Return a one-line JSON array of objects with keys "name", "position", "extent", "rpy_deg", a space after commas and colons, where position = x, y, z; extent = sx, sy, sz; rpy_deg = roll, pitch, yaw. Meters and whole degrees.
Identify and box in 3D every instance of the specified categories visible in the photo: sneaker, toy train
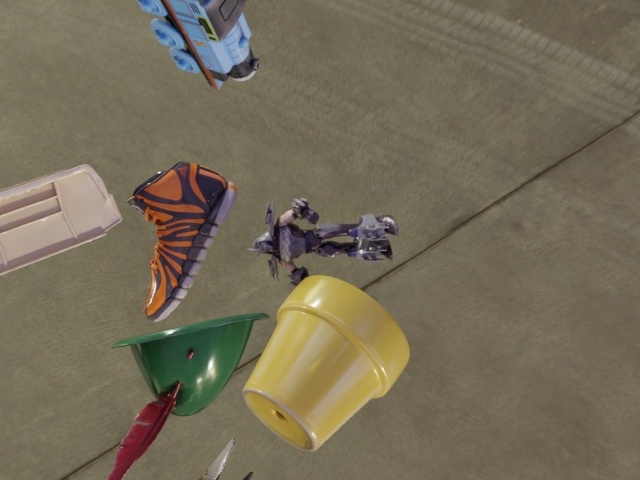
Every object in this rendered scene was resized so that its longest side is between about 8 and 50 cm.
[{"name": "sneaker", "position": [-0.312, -0.010, 1.287], "extent": [0.180, 0.124, 0.321], "rpy_deg": [27, 89, -22]}, {"name": "toy train", "position": [-0.127, -0.237, 0.712], "extent": [0.105, 0.184, 0.080], "rpy_deg": [24, 74, 20]}]

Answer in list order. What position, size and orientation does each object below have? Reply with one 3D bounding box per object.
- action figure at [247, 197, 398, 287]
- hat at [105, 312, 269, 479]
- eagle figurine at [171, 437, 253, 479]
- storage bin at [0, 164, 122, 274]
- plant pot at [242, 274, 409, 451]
[{"name": "action figure", "position": [0.000, 0.000, 1.267], "extent": [0.285, 0.099, 0.185], "rpy_deg": [-5, 125, -8]}, {"name": "hat", "position": [-0.140, 0.190, 0.740], "extent": [0.208, 0.173, 0.183], "rpy_deg": [-16, 81, 32]}, {"name": "eagle figurine", "position": [-0.241, 0.466, 1.041], "extent": [0.298, 0.225, 0.226], "rpy_deg": [0, 118, -17]}, {"name": "storage bin", "position": [-0.509, -0.038, 1.138], "extent": [0.260, 0.262, 0.123], "rpy_deg": [-25, 104, -25]}, {"name": "plant pot", "position": [-0.006, 0.231, 1.180], "extent": [0.254, 0.254, 0.239], "rpy_deg": [39, 60, 6]}]
